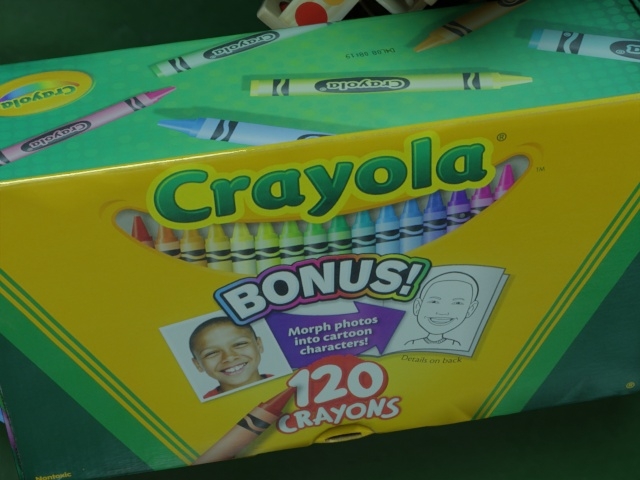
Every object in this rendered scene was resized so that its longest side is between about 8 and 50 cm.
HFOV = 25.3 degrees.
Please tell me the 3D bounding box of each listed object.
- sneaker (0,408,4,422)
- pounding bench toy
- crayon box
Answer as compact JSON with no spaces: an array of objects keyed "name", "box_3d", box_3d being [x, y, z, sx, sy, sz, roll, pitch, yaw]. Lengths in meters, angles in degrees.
[{"name":"sneaker","box_3d":[-0.177,0.021,0.703,0.232,0.081,0.090,27,98,1]},{"name":"pounding bench toy","box_3d":[0.024,-0.096,0.607,0.083,0.052,0.065,38,119,-12]},{"name":"crayon box","box_3d":[0.000,0.000,0.590,0.278,0.081,0.165,-8,131,-5]}]
